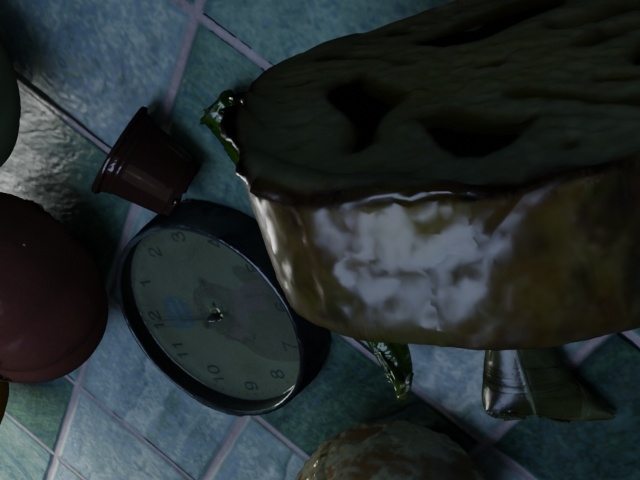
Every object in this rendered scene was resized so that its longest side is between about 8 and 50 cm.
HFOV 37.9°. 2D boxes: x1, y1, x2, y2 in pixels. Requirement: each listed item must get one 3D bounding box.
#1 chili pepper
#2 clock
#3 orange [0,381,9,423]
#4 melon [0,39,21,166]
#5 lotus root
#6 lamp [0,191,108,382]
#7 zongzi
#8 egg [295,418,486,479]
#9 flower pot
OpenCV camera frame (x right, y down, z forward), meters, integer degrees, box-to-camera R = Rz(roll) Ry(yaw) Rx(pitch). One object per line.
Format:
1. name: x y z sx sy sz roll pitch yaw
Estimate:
1. chili pepper: 0.000 0.000 0.951 0.359 0.076 0.085 53 163 -4
2. clock: -0.123 0.088 1.112 0.280 0.055 0.281 17 127 23
3. orange: -0.630 0.230 1.477 0.310 0.274 0.274 40 152 60
4. melon: -0.479 -0.175 1.049 0.308 0.272 0.272 44 137 -8
5. lotus root: 0.113 -0.078 0.588 0.375 0.390 0.111 16 130 39
6. lamp: -0.427 0.073 1.190 0.305 0.240 0.305 25 152 14
7. zongzi: 0.224 0.102 0.895 0.130 0.062 0.154 4 110 10
8. egg: 0.077 0.301 1.036 0.245 0.203 0.203 -20 109 33
9. flower pot: -0.184 -0.078 1.022 0.089 0.111 0.111 31 138 -8
